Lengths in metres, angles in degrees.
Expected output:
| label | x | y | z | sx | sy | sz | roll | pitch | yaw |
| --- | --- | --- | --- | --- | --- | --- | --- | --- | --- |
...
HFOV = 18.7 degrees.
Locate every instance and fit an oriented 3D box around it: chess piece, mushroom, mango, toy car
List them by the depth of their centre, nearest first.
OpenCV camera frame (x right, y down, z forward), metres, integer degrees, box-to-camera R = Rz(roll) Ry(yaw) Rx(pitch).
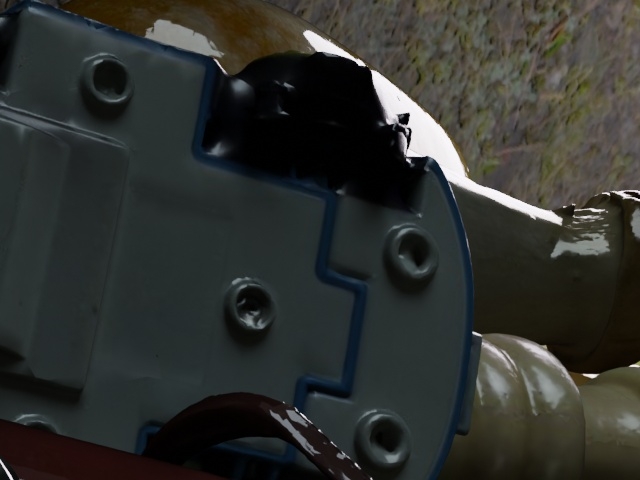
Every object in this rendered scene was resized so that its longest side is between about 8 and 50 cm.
| label | x | y | z | sx | sy | sz | roll | pitch | yaw |
| --- | --- | --- | --- | --- | --- | --- | --- | --- | --- |
| toy car | -0.097 | 0.021 | 0.681 | 0.314 | 0.198 | 0.166 | 15 | -17 | -22 |
| chess piece | 0.070 | 0.085 | 0.819 | 0.307 | 0.124 | 0.139 | 10 | 27 | -23 |
| mushroom | 0.000 | 0.000 | 0.900 | 0.350 | 0.128 | 0.128 | 8 | 8 | -12 |
| mango | -0.038 | -0.039 | 1.144 | 0.221 | 0.199 | 0.384 | 21 | 7 | 31 |

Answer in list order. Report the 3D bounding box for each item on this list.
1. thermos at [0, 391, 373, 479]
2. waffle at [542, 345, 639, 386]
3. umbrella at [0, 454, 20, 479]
| label | x | y | z | sx | sy | sz | roll | pitch | yaw |
| --- | --- | --- | --- | --- | --- | --- | --- | --- | --- |
| thermos | -0.018 | 0.109 | 0.480 | 0.232 | 0.099 | 0.124 | 17 | 43 | -11 |
| waffle | 0.159 | 0.104 | 1.064 | 0.248 | 0.055 | 0.221 | 15 | 7 | -4 |
| umbrella | -0.021 | 0.119 | 0.306 | 0.336 | 0.128 | 0.154 | 23 | 23 | 4 |
